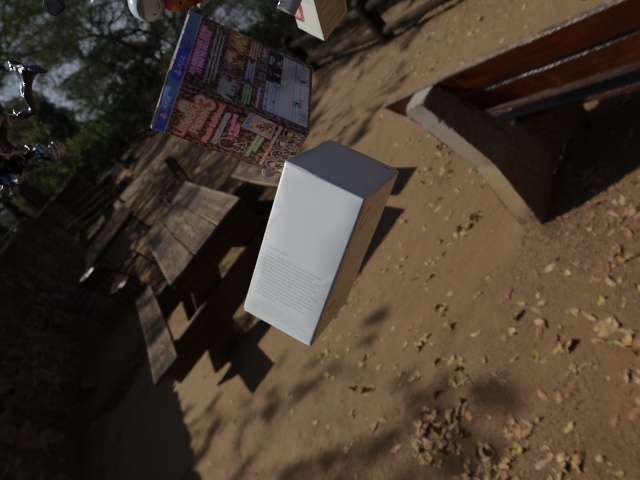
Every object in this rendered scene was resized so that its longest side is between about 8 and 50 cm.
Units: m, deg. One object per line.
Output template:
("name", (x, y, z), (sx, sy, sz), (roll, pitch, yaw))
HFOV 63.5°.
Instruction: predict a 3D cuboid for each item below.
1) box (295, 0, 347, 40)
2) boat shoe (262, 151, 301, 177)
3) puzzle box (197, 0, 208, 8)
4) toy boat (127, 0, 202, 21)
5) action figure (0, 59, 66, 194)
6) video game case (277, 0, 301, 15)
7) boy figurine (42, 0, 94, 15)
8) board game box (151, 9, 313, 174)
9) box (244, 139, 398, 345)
("box", (-0.012, -0.820, 1.732), (0.149, 0.126, 0.232), (-55, -18, -9))
("boat shoe", (-0.108, -0.220, 1.467), (0.125, 0.046, 0.038), (-29, 23, 13))
("puzzle box", (-0.393, -0.920, 1.465), (0.272, 0.409, 0.052), (-36, 26, 17))
("toy boat", (-0.336, -0.575, 0.951), (0.148, 0.319, 0.267), (-28, 14, -24))
("action figure", (-0.599, -0.198, 0.996), (0.140, 0.164, 0.276), (27, 116, 32))
("video game case", (-0.034, -0.801, 1.430), (0.244, 0.061, 0.270), (125, 159, -48))
("boy figurine", (-0.676, -0.740, 1.408), (0.092, 0.177, 0.285), (-2, 56, 34))
("board game box", (-0.176, -0.307, 1.092), (0.141, 0.290, 0.232), (-50, 29, 45))
("box", (0.000, 0.000, 1.060), (0.215, 0.168, 0.346), (-41, -26, -59))
